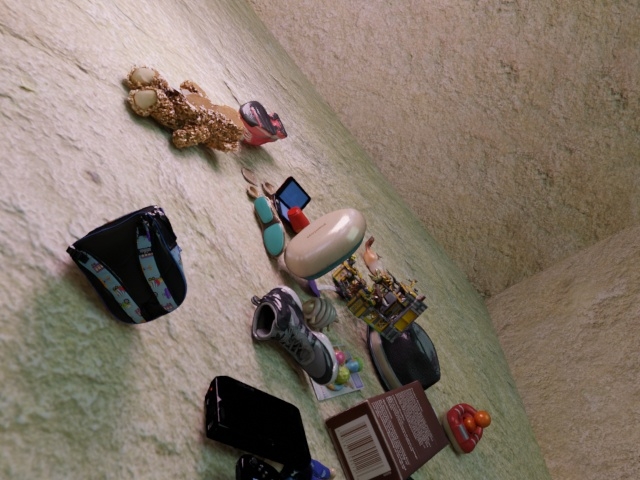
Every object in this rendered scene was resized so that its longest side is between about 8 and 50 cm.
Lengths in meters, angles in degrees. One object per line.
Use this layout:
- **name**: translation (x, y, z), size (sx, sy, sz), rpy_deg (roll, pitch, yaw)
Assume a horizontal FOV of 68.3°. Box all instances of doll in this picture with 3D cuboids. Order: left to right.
- **doll**: translation (-0.037, 0.459, 0.925), size (0.189, 0.046, 0.129), rpy_deg (42, 25, -34)

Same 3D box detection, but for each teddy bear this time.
- **teddy bear**: translation (-0.369, -0.343, 1.280), size (0.338, 0.113, 0.245), rpy_deg (-1, 53, -56)

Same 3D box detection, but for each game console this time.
- **game console**: translation (-0.089, 0.390, 0.787), size (0.213, 0.044, 0.361), rpy_deg (34, 16, -29)
- **game console**: translation (-0.085, -0.112, 1.529), size (0.144, 0.085, 0.124), rpy_deg (45, 23, -48)

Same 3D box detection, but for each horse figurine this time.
- **horse figurine**: translation (0.241, 0.106, 1.969), size (0.263, 0.066, 0.174), rpy_deg (64, 17, 11)

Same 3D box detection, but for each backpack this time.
- **backpack**: translation (-0.304, 0.044, 0.798), size (0.117, 0.158, 0.173), rpy_deg (-112, 177, -74)

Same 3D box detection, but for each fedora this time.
- **fedora**: translation (0.295, 0.386, 1.579), size (0.334, 0.152, 0.334), rpy_deg (44, 25, -27)

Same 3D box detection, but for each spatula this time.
- **spatula**: translation (0.029, 0.155, 1.498), size (0.296, 0.030, 0.084), rpy_deg (27, 33, -52)

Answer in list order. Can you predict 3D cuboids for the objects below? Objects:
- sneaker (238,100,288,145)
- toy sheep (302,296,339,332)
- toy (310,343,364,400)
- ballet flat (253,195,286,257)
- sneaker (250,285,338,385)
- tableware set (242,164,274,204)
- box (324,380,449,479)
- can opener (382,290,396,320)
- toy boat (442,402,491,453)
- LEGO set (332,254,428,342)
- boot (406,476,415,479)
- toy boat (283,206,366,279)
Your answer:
- **sneaker**: translation (-0.211, -0.358, 1.548), size (0.116, 0.136, 0.314), rpy_deg (64, 14, 3)
- **toy sheep**: translation (0.000, 0.203, 1.303), size (0.132, 0.091, 0.091), rpy_deg (33, 31, -35)
- **toy**: translation (0.050, 0.336, 1.261), size (0.237, 0.056, 0.137), rpy_deg (17, 43, -58)
- **ballet flat**: translation (-0.136, -0.037, 1.372), size (0.067, 0.073, 0.206), rpy_deg (46, 24, -62)
- **sneaker**: translation (-0.071, 0.232, 1.100), size (0.269, 0.101, 0.153), rpy_deg (56, 22, 14)
- **tableware set**: translation (-0.189, -0.158, 1.486), size (0.141, 0.020, 0.169), rpy_deg (36, 29, -42)
- **box**: translation (0.184, 0.495, 1.220), size (0.381, 0.143, 0.191), rpy_deg (14, 46, -57)
- **can opener**: translation (0.306, 0.323, 1.765), size (0.280, 0.093, 0.074), rpy_deg (59, -9, -4)
- **toy boat**: translation (0.553, 0.671, 1.729), size (0.231, 0.151, 0.151), rpy_deg (10, 51, -61)
- **LEGO set**: translation (0.195, 0.150, 1.521), size (0.255, 0.192, 0.331), rpy_deg (42, 8, -13)
- **boot**: translation (0.250, 0.681, 1.224), size (0.121, 0.045, 0.099), rpy_deg (43, 22, -14)
- **toy boat**: translation (0.000, 0.000, 1.401), size (0.148, 0.267, 0.318), rpy_deg (61, -12, -29)
